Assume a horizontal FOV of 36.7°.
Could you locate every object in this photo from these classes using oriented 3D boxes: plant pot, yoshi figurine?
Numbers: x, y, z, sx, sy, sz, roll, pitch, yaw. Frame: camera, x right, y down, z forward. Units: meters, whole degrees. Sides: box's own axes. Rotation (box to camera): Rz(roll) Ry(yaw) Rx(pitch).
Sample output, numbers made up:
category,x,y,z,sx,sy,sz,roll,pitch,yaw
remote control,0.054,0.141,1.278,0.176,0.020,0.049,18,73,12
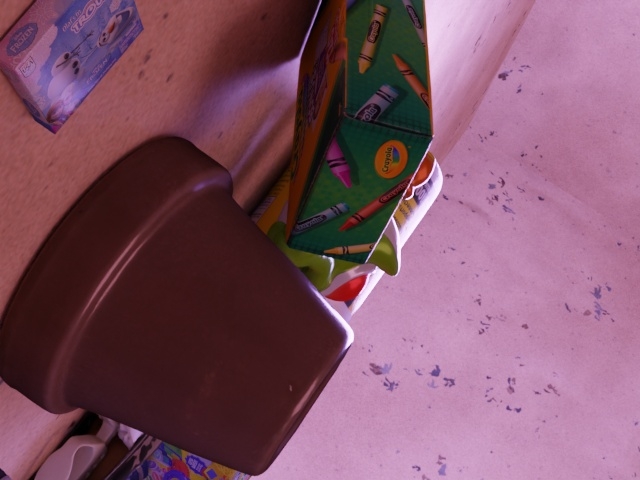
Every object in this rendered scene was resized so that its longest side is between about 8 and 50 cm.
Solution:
category,x,y,z,sx,sy,sz,roll,pitch,yaw
plant pot,-0.103,0.078,0.835,0.263,0.229,0.263,-55,173,-10
yoshi figurine,-0.051,0.007,1.064,0.362,0.203,0.203,-56,153,-3

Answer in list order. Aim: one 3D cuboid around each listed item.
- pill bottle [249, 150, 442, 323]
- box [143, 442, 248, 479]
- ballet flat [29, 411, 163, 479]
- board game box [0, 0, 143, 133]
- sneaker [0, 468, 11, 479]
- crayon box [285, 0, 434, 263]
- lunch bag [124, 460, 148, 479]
category,x,y,z,sx,sy,sz,roll,pitch,yaw
pill bottle,0.000,0.000,1.271,0.334,0.188,0.188,-54,172,-16
box,-0.145,0.241,1.413,0.279,0.177,0.290,-48,168,-42
ballet flat,-0.244,0.229,1.097,0.280,0.095,0.096,-53,159,-20
board game box,-0.144,-0.117,0.562,0.090,0.020,0.090,-54,170,-14
sneaker,-0.287,0.266,0.739,0.099,0.153,0.282,-44,166,-54
crayon box,0.034,-0.138,0.898,0.165,0.081,0.278,115,-16,-45
lunch bag,-0.271,0.305,1.300,0.065,0.067,0.098,-52,170,-30
